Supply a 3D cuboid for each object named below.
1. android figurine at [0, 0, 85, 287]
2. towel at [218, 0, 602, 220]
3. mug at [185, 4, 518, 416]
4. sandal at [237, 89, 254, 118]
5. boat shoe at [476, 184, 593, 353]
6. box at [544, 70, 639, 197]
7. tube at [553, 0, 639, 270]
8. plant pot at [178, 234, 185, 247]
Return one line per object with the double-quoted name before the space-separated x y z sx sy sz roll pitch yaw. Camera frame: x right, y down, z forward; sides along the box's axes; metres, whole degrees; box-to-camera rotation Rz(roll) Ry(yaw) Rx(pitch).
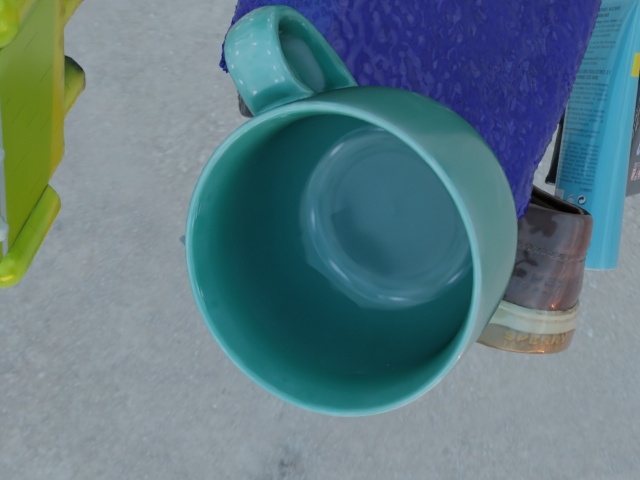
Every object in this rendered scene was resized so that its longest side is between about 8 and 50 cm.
"android figurine" -0.217 -0.075 0.671 0.056 0.272 0.248 12 130 -1
"towel" 0.076 -0.185 0.560 0.228 0.076 0.308 28 77 -37
"mug" 0.022 -0.015 0.430 0.130 0.097 0.157 16 110 19
"sandal" -0.016 -0.366 1.345 0.107 0.167 0.445 18 72 -17
"boat shoe" 0.092 -0.054 0.745 0.123 0.342 0.123 2 117 -21
"box" 0.294 -0.189 0.893 0.073 0.295 0.293 17 102 24
"tube" 0.201 -0.083 0.724 0.052 0.080 0.207 0 100 -23
"plant pot" 0.000 0.000 1.298 0.272 0.271 0.255 43 86 -2
